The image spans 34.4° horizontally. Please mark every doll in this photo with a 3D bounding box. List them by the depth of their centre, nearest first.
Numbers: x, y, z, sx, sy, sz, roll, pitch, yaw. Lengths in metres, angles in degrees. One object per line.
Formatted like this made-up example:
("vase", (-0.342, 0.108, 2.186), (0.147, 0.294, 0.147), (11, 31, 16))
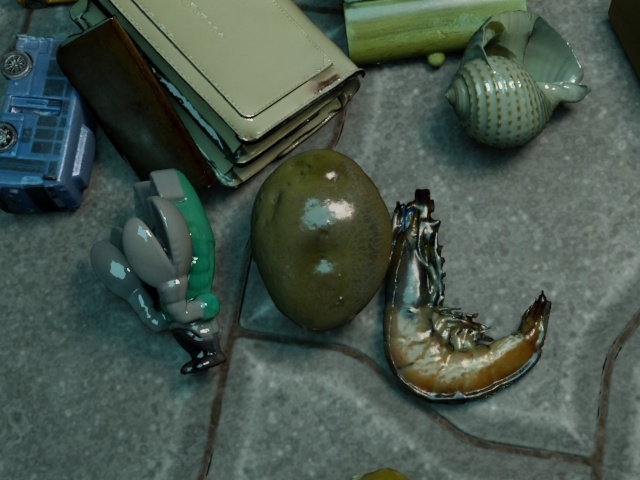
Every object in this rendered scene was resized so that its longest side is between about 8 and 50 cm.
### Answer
("doll", (-0.196, 0.035, 1.325), (0.153, 0.195, 0.258), (-10, 55, -39))

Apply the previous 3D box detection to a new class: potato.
("potato", (0.000, 0.000, 1.337), (0.177, 0.160, 0.235), (4, 85, 39))

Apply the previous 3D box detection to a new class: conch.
("conch", (0.252, -0.205, 1.392), (0.200, 0.131, 0.172), (2, 68, -35))

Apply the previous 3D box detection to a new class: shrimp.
("shrimp", (0.187, 0.066, 1.349), (0.222, 0.054, 0.291), (-6, 76, 4))

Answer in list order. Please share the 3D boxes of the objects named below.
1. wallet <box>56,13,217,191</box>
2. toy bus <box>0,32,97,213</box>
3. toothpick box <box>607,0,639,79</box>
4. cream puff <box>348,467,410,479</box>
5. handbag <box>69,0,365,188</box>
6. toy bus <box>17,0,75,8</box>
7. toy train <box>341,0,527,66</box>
("wallet", (-0.247, -0.167, 1.370), (0.255, 0.137, 0.031), (59, 44, -19))
("toy bus", (-0.376, -0.156, 1.431), (0.133, 0.116, 0.234), (5, 72, 3))
("toothpick box", (0.514, -0.230, 1.355), (0.190, 0.187, 0.308), (-20, 69, -1))
("cream puff", (0.069, 0.433, 1.136), (0.378, 0.275, 0.378), (0, 73, 1))
("handbag", (-0.143, -0.277, 1.409), (0.236, 0.160, 0.358), (-39, 80, -23))
("toy bus", (-0.373, -0.393, 1.523), (0.162, 0.074, 0.070), (-4, 72, 4))
("toy train", (0.156, -0.345, 1.451), (0.307, 0.126, 0.190), (-8, 117, 2))
